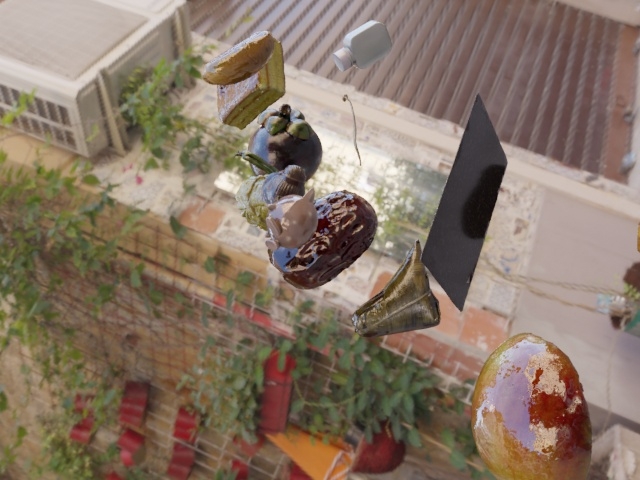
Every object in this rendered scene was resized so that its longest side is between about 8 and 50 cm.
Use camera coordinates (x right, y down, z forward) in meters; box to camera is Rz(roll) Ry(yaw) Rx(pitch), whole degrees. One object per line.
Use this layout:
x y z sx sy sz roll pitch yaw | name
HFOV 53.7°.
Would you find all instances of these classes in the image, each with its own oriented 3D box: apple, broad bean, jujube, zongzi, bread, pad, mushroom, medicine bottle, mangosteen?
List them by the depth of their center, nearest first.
0.260 -0.063 1.107 0.220 0.004 0.330 46 -121 -48 | pad
0.446 0.370 1.335 0.179 0.254 0.345 10 -104 -58 | apple
-0.178 -0.397 1.407 0.189 0.077 0.114 -34 18 -17 | bread
-0.199 -0.437 1.730 0.234 0.111 0.184 -28 60 48 | bread
0.000 0.000 1.989 0.377 0.258 0.258 -44 -2 17 | jujube
-0.170 -0.224 2.011 0.069 0.227 0.039 -16 45 57 | broad bean
0.133 -0.614 2.022 0.183 0.069 0.119 -34 -53 -8 | medicine bottle
0.227 0.156 2.027 0.134 0.286 0.288 -179 79 -82 | zongzi
0.125 -0.414 2.354 0.026 0.028 0.286 -2 -104 -53 | mushroom
-0.138 -0.347 2.395 0.300 0.300 0.300 22 -90 -81 | mangosteen

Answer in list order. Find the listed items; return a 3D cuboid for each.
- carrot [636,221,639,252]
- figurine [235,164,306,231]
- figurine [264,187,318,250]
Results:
0.867 -0.061 1.551 0.302 0.114 0.114 -39 -24 -34 | carrot
-0.119 -0.108 1.701 0.168 0.187 0.315 -44 9 -9 | figurine
-0.065 -0.045 1.394 0.138 0.125 0.125 -44 -21 -33 | figurine
